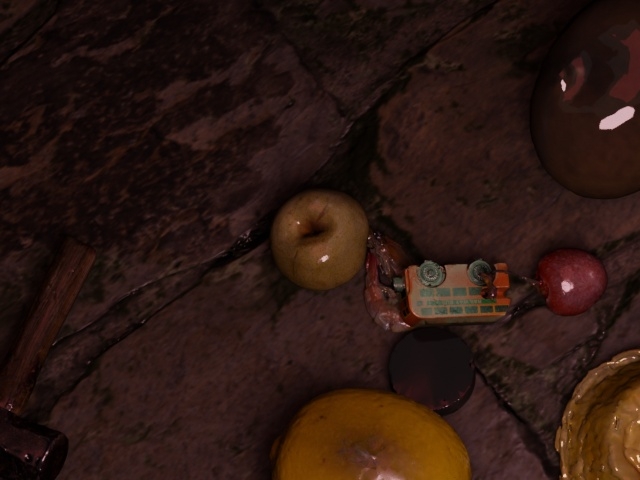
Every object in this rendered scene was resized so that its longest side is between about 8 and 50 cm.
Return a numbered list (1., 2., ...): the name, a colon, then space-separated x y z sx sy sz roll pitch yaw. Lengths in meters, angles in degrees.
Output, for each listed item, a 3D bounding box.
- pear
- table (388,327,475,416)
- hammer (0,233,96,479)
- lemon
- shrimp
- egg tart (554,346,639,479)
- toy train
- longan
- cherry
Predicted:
1. pear: 0.000 0.000 2.042 0.167 0.136 0.167 -3 67 8
2. table: 0.171 0.202 1.980 0.133 0.043 0.134 -3 66 6
3. hammer: -0.456 0.176 2.052 0.242 0.095 0.409 16 63 13
4. lemon: 0.070 0.333 1.822 0.283 0.260 0.261 -8 63 25
5. shrimp: 0.108 0.059 2.054 0.101 0.042 0.190 -23 68 2
6. egg tart: 0.504 0.300 1.854 0.345 0.132 0.345 -3 65 7
7. toy train: 0.201 0.082 1.993 0.188 0.072 0.099 -2 78 -12
8. longan: 0.476 -0.231 2.025 0.288 0.288 0.350 31 84 18
9. cherry: 0.345 0.072 1.975 0.225 0.090 0.107 -13 95 -23
